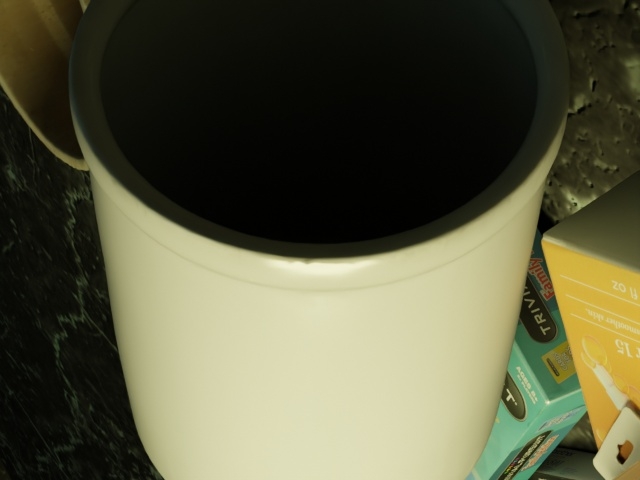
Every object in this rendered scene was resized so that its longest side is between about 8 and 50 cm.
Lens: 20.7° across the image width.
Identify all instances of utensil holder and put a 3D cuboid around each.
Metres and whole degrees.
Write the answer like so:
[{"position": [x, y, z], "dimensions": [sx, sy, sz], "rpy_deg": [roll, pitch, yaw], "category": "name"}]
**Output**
[{"position": [0.000, 0.000, 1.278], "dimensions": [0.327, 0.327, 0.385], "rpy_deg": [44, 154, 29], "category": "utensil holder"}]

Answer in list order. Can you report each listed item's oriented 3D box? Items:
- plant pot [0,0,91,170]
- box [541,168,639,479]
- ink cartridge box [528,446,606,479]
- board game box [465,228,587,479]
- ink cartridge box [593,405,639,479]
[{"position": [-0.122, -0.270, 1.417], "dimensions": [0.334, 0.305, 0.334], "rpy_deg": [48, 154, 33], "category": "plant pot"}, {"position": [0.319, 0.126, 1.230], "dimensions": [0.215, 0.168, 0.345], "rpy_deg": [22, 138, 53], "category": "box"}, {"position": [0.277, 0.250, 1.608], "dimensions": [0.207, 0.046, 0.097], "rpy_deg": [-1, 118, 63], "category": "ink cartridge box"}, {"position": [0.129, 0.090, 1.609], "dimensions": [0.254, 0.079, 0.336], "rpy_deg": [62, 159, 20], "category": "board game box"}, {"position": [0.238, 0.214, 1.206], "dimensions": [0.180, 0.060, 0.104], "rpy_deg": [49, 155, 21], "category": "ink cartridge box"}]
